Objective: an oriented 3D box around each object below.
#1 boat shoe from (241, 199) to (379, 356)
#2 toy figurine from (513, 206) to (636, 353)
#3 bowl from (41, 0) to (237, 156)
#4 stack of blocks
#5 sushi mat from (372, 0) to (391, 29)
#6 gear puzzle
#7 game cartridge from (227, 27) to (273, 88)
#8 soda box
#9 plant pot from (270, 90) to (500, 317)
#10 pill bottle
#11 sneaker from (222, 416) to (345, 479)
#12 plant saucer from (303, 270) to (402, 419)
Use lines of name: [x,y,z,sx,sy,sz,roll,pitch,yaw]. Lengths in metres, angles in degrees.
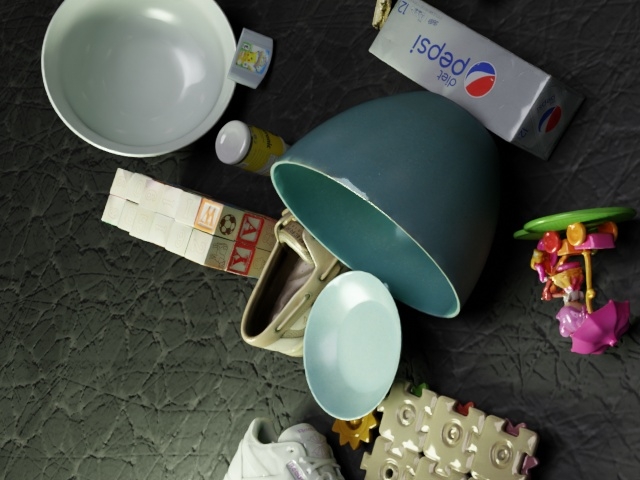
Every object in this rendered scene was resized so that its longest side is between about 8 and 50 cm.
boat shoe: [0.000,0.000,1.825,0.122,0.110,0.341,29,99,42]
toy figurine: [0.298,0.055,1.560,0.173,0.130,0.159,-20,74,60]
bowl: [-0.275,-0.265,2.085,0.298,0.134,0.297,0,84,-3]
stack of blocks: [-0.191,-0.027,1.962,0.297,0.171,0.087,20,92,43]
sushi mat: [0.110,-0.454,1.842,0.019,0.151,0.316,11,84,-2]
gear puzzle: [0.133,0.272,1.688,0.339,0.044,0.175,18,93,46]
game cartridge: [-0.104,-0.275,2.027,0.017,0.056,0.083,167,121,-71]
soda box: [0.195,-0.215,1.720,0.286,0.091,0.098,39,103,40]
plant pot: [0.112,-0.070,1.663,0.290,0.290,0.195,26,70,42]
pill bottle: [-0.090,-0.129,1.935,0.065,0.116,0.065,-12,71,39]
sneaker: [-0.016,0.329,1.750,0.305,0.114,0.152,22,95,43]
plant saucer: [0.052,0.137,1.746,0.195,0.037,0.195,-14,72,50]
